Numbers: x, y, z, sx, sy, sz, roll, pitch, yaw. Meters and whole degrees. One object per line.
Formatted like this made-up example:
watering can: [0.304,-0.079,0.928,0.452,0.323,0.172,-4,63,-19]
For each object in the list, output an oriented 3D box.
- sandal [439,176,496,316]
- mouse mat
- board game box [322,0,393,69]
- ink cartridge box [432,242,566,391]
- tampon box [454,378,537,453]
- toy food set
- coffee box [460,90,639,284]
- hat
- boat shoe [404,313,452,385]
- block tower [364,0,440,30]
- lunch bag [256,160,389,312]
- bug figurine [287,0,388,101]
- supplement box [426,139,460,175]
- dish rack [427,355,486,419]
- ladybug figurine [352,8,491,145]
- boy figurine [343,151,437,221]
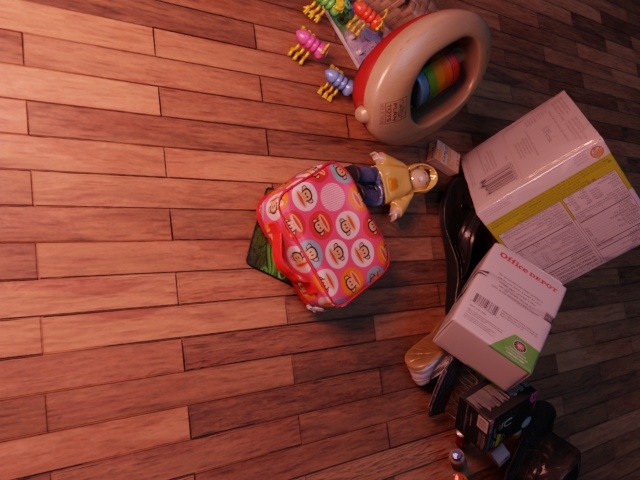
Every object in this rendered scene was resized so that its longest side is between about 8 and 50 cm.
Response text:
sandal: [0.418,0.042,1.711,0.167,0.107,0.446,7,76,-37]
mouse mat: [-0.080,-0.007,1.385,0.152,0.007,0.190,28,64,-31]
board game box: [0.226,-0.550,1.730,0.390,0.050,0.390,-44,108,-37]
ink cartridge box: [0.435,0.177,1.515,0.211,0.121,0.289,35,52,8]
tampon box: [0.419,0.404,1.509,0.161,0.101,0.120,-21,129,-27]
toy food set: [0.391,0.505,1.550,0.232,0.111,0.104,-39,144,-9]
coffee box: [0.624,-0.127,1.693,0.334,0.338,0.338,46,25,-22]
hat: [0.598,0.594,1.654,0.331,0.134,0.331,-18,113,-47]
boat shoe: [0.327,0.264,1.590,0.277,0.098,0.096,-30,124,-21]
block tower: [0.211,-0.612,1.640,0.335,0.097,0.091,36,60,-25]
lunch bag: [0.000,0.000,1.366,0.258,0.120,0.293,-37,104,-38]
bug figurine: [0.043,-0.487,1.516,0.216,0.072,0.279,26,79,-27]
supplement box: [0.343,-0.229,1.759,0.098,0.036,0.062,25,64,-32]
dish rack: [0.389,0.359,1.579,0.271,0.074,0.208,-2,116,-39]
ladybug figurine: [0.233,-0.402,1.528,0.449,0.162,0.305,-33,140,-30]
boy figurine: [0.177,-0.135,1.570,0.285,0.092,0.177,-7,82,-37]
